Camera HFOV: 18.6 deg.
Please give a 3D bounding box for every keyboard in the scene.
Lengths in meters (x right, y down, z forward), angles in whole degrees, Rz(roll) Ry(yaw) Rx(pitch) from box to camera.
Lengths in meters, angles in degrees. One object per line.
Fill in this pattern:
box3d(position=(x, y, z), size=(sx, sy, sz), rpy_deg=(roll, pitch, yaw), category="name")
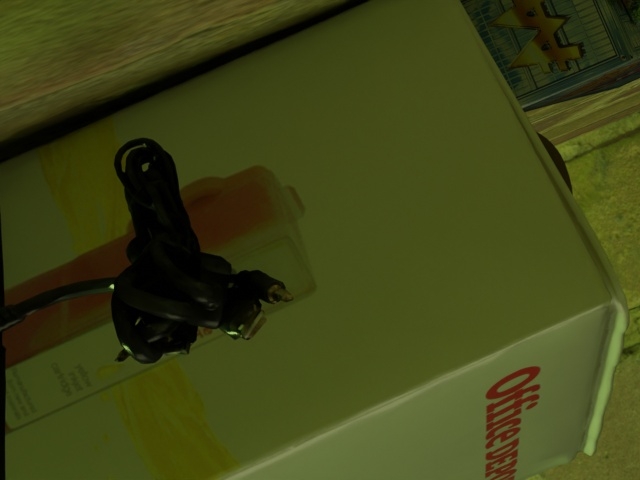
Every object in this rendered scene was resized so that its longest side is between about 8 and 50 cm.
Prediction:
box3d(position=(-0.116, 0.025, 0.560), size=(0.202, 0.033, 0.317), rpy_deg=(-23, -161, -3), category="keyboard")

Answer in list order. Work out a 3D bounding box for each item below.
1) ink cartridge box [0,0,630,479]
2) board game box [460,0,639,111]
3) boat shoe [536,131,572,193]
box3d(position=(-0.084, 0.076, 0.829), size=(0.385, 0.160, 0.279), rpy_deg=(-24, 162, -4), category="ink cartridge box")
box3d(position=(0.156, -0.115, 0.881), size=(0.194, 0.060, 0.194), rpy_deg=(-25, 178, 39), category="board game box")
box3d(position=(0.031, -0.016, 1.440), size=(0.341, 0.121, 0.110), rpy_deg=(-10, 176, -30), category="boat shoe")
